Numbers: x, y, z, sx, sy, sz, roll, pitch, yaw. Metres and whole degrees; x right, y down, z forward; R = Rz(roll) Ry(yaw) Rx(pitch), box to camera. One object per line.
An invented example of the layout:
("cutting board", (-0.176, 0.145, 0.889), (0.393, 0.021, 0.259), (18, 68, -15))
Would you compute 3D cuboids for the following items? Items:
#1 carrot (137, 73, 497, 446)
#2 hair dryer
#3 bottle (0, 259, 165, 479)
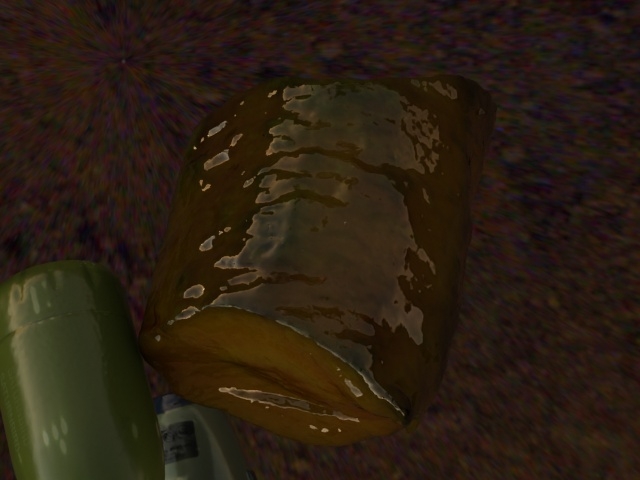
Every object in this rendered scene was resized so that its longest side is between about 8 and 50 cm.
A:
("carrot", (0.000, 0.000, 1.298), (0.242, 0.241, 0.340), (19, 54, -8))
("hair dryer", (-0.108, 0.300, 1.462), (0.119, 0.298, 0.295), (-18, 102, 12))
("bottle", (-0.173, 0.149, 1.237), (0.112, 0.112, 0.260), (-15, 66, -5))
